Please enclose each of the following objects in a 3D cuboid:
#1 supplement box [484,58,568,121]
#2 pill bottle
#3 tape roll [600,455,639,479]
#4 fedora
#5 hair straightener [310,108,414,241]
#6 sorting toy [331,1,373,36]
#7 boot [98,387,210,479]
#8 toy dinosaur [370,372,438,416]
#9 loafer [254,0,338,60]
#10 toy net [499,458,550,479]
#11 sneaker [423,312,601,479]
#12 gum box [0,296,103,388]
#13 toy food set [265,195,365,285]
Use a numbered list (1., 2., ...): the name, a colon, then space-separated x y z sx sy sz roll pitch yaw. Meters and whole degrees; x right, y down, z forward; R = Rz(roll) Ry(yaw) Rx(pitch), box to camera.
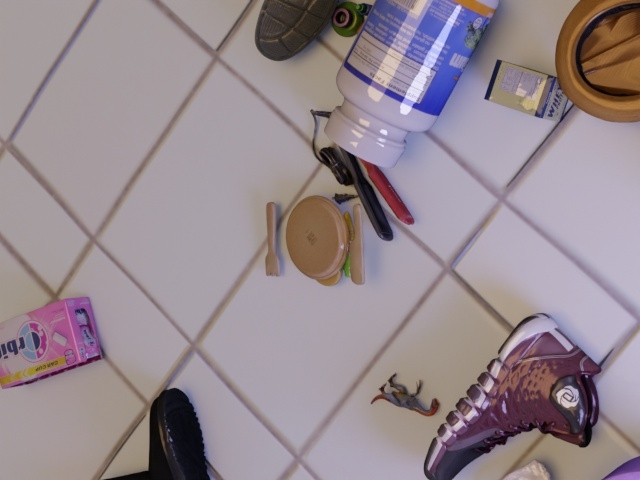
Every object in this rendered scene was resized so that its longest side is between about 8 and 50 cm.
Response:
1. supplement box: 0.275 -0.196 1.665 0.083 0.083 0.056 23 102 27
2. pill bottle: 0.115 -0.241 1.714 0.152 0.152 0.272 35 107 24
3. tape roll: 0.435 0.403 1.554 0.275 0.090 0.274 8 104 33
4. fedora: 0.396 -0.236 1.600 0.194 0.079 0.194 -1 88 22
5. hair straightener: 0.040 -0.091 1.816 0.089 0.047 0.230 -41 72 23
6. sorting toy: 0.052 -0.311 1.808 0.102 0.042 0.061 34 107 24
7. boot: -0.279 0.368 1.972 0.207 0.094 0.246 -15 90 24
8. toy dinosaur: 0.126 0.225 1.793 0.082 0.047 0.090 43 143 12
9. loafer: -0.006 -0.382 1.831 0.096 0.084 0.267 30 111 -5
10. toy net: 0.239 0.389 1.721 0.122 0.045 0.232 31 104 27
11. sneaker: 0.265 0.247 1.670 0.162 0.106 0.281 39 108 19
12. gum box: -0.449 0.167 2.080 0.188 0.062 0.107 -20 82 28
13. toy food set: 0.000 0.000 1.844 0.192 0.039 0.132 5 97 42
